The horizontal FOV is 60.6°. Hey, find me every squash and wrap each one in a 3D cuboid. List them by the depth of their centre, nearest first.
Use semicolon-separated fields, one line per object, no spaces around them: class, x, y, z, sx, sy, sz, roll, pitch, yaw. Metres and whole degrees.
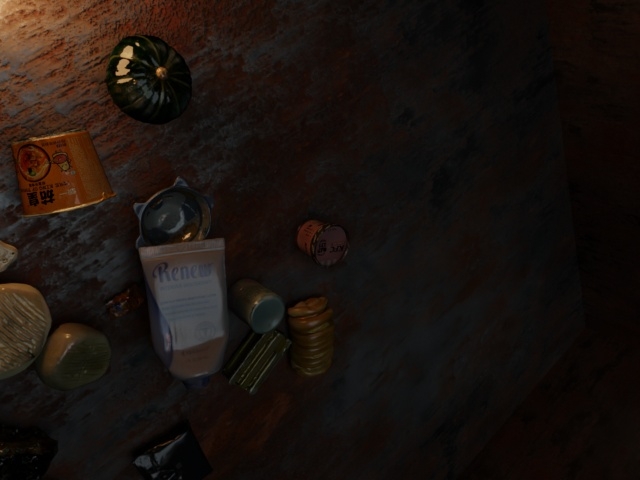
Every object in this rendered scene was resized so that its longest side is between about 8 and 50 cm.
squash;-0.420;-0.393;1.343;0.218;0.172;0.218;-8;106;-31

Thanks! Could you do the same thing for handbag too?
handbag;-0.474;0.731;1.773;0.211;0.089;0.254;-34;123;-31

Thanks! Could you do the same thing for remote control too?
remote control;-0.786;0.018;1.300;0.074;0.032;0.122;-47;129;-15

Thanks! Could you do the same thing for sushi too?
sushi;-0.803;0.551;1.426;0.212;0.147;0.114;32;79;-58

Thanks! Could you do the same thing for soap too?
soap;-0.217;0.396;1.859;0.135;0.076;0.233;42;80;-40

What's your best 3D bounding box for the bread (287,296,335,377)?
bread;-0.025;0.357;1.966;0.173;0.121;0.311;-19;118;-33

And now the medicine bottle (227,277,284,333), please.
medicine bottle;-0.208;0.203;1.732;0.135;0.169;0.135;-14;114;-35

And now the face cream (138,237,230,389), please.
face cream;-0.366;0.211;1.533;0.235;0.137;0.419;-7;99;-24

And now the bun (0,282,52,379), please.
bun;-0.776;0.213;1.324;0.210;0.116;0.237;42;57;-32

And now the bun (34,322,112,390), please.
bun;-0.653;0.299;1.449;0.193;0.128;0.178;22;93;-60

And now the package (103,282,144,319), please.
package;-0.551;0.174;1.542;0.111;0.033;0.077;-31;113;-31

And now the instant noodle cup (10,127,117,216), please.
instant noodle cup;-0.604;-0.161;1.273;0.216;0.216;0.172;-20;108;-32

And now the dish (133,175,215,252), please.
dish;-0.417;-0.070;1.523;0.237;0.086;0.227;-15;114;-33

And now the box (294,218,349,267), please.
box;0.000;0.000;1.845;0.151;0.135;0.151;-18;120;-34

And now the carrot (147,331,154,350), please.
carrot;-0.404;0.187;1.615;0.114;0.114;0.301;26;93;-41
